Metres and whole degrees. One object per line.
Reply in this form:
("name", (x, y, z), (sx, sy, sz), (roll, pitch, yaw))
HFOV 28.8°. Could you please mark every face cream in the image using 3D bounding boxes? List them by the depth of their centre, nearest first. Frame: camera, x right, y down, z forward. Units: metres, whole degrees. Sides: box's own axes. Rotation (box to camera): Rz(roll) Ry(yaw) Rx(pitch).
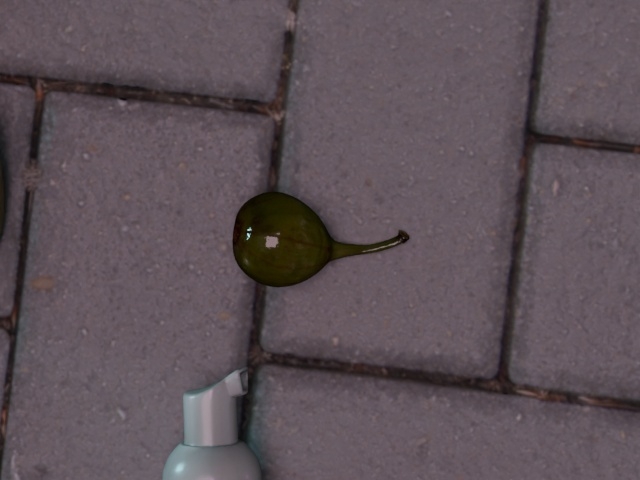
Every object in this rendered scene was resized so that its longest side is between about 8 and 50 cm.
("face cream", (-0.139, 0.348, 1.612), (0.145, 0.145, 0.370), (-2, 88, 5))

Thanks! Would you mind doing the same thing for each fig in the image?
("fig", (0.000, 0.000, 1.635), (0.236, 0.124, 0.124), (1, 90, -19))

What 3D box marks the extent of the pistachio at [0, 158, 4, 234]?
("pistachio", (-0.501, -0.054, 1.634), (0.197, 0.166, 0.288), (11, 97, -35))
